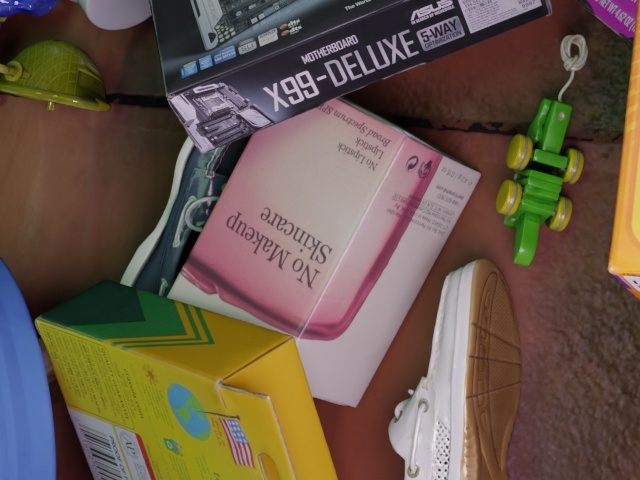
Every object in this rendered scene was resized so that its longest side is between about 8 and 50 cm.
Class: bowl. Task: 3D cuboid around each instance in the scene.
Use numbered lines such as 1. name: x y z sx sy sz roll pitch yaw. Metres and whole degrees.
1. bowl: -0.344 0.179 1.515 0.391 0.077 0.391 8 99 58

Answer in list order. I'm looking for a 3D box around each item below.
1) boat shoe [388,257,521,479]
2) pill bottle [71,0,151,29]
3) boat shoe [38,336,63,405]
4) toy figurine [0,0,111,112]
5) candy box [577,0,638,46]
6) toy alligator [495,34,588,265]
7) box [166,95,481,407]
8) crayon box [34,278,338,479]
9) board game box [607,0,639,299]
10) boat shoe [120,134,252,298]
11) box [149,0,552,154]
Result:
1. boat shoe: 0.095 0.151 1.297 0.096 0.098 0.277 -2 78 34
2. pill bottle: -0.231 -0.307 1.631 0.117 0.118 0.208 -43 58 18
3. boat shoe: -0.265 0.119 1.584 0.170 0.063 0.059 -30 60 15
4. toy figurine: -0.354 -0.262 1.671 0.363 0.191 0.217 12 80 35
5. candy box: 0.303 -0.251 1.273 0.233 0.071 0.159 -52 56 12
6. toy alligator: 0.178 -0.071 1.330 0.051 0.056 0.189 174 110 -76
7. box: 0.000 0.000 1.385 0.149 0.127 0.232 32 96 36
8. crayon box: -0.088 0.159 1.330 0.319 0.081 0.202 14 127 49
9. board game box: 0.391 -0.109 0.955 0.357 0.356 0.356 4 80 22
10. boat shoe: -0.098 -0.019 1.478 0.079 0.095 0.254 37 101 37
11. box: 0.012 -0.227 1.367 0.308 0.076 0.242 -21 45 8
